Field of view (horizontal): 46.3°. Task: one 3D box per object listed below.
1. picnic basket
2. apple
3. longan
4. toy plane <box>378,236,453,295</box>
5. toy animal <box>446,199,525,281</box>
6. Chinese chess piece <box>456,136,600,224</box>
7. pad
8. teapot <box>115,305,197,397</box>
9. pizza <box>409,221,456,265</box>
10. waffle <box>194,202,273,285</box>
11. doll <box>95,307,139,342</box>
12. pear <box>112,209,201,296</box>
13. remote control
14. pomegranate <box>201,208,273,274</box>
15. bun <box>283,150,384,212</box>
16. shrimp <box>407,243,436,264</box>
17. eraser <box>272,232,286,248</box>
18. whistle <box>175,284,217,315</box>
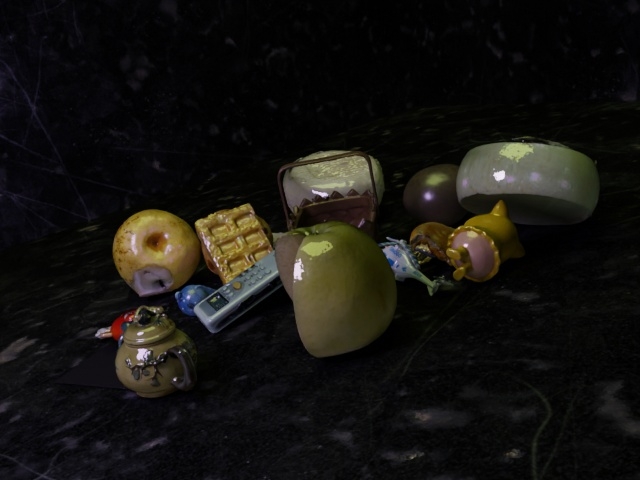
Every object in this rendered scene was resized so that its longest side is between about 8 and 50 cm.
[{"bbox_3d":[0.034,-0.068,2.020,0.254,0.321,0.291,-9,20,6],"label":"picnic basket"},{"bbox_3d":[0.040,0.090,1.595,0.233,0.257,0.295,-14,16,-6],"label":"apple"},{"bbox_3d":[0.346,-0.128,2.174,0.212,0.198,0.198,-14,17,6],"label":"longan"},{"bbox_3d":[0.223,0.074,1.831,0.182,0.107,0.273,8,20,-49],"label":"toy plane"},{"bbox_3d":[0.381,0.012,1.755,0.156,0.156,0.230,4,28,46],"label":"toy animal"},{"bbox_3d":[0.519,-0.142,1.885,0.349,0.146,0.349,9,-9,1],"label":"Chinese chess piece"},{"bbox_3d":[-0.464,0.296,1.782,0.300,0.005,0.202,-3,20,31],"label":"pad"},{"bbox_3d":[-0.349,0.230,1.590,0.173,0.182,0.269,-24,23,-36],"label":"teapot"},{"bbox_3d":[0.305,0.007,1.878,0.056,0.134,0.271,-48,-16,25],"label":"pizza"},{"bbox_3d":[-0.217,0.037,2.047,0.168,0.274,0.057,-23,-21,-17],"label":"waffle"},{"bbox_3d":[-0.481,0.218,1.908,0.183,0.085,0.217,-18,7,-24],"label":"doll"},{"bbox_3d":[-0.485,0.035,2.217,0.271,0.271,0.271,-13,17,4],"label":"pear"},{"bbox_3d":[-0.180,0.119,1.905,0.296,0.056,0.140,-36,27,-13],"label":"remote control"},{"bbox_3d":[-0.251,0.013,2.207,0.215,0.215,0.215,-13,17,4],"label":"pomegranate"},{"bbox_3d":[0.047,-0.154,2.470,0.360,0.211,0.359,-7,27,4],"label":"bun"},{"bbox_3d":[0.232,0.045,1.978,0.178,0.034,0.124,-2,27,27],"label":"shrimp"},{"bbox_3d":[-0.183,0.011,2.429,0.104,0.023,0.150,2,23,42],"label":"eraser"},{"bbox_3d":[-0.325,0.163,1.996,0.090,0.090,0.158,2,-16,43],"label":"whistle"}]
